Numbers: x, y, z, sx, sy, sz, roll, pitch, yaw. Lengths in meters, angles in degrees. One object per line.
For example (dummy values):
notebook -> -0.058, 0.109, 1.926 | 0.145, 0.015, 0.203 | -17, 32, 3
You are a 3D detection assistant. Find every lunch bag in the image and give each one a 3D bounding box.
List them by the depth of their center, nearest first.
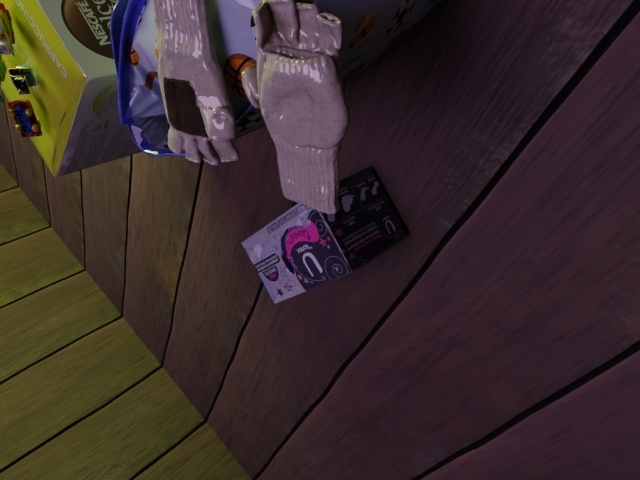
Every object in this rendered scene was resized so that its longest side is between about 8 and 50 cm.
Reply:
lunch bag -> -0.076, -0.275, 0.645 | 0.239, 0.328, 0.385 | 56, 142, -3

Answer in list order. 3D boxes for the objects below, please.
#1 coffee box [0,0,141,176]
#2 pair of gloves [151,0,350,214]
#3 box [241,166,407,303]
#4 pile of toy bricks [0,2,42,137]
coffee box -> -0.403, -0.379, 0.908 | 0.338, 0.334, 0.338 | -30, 91, 50
pair of gloves -> -0.077, -0.139, 0.472 | 0.240, 0.042, 0.204 | 27, 137, 22
box -> 0.000, 0.000, 0.864 | 0.247, 0.163, 0.142 | -30, 90, 50
pile of toy bricks -> -0.522, -0.273, 0.772 | 0.212, 0.118, 0.105 | 101, 155, -48
